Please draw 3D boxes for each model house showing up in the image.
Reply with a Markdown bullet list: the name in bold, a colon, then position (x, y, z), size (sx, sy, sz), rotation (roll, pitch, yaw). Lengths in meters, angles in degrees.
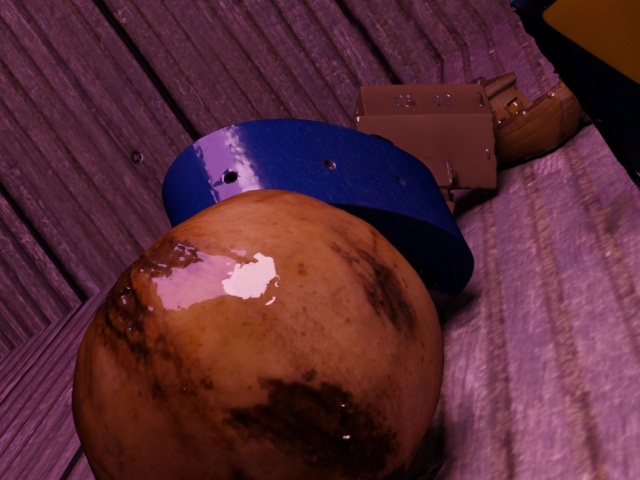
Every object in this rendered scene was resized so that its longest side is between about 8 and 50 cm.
- **model house**: position (0.132, -0.062, 1.728), size (0.181, 0.176, 0.248), rotation (0, 46, -6)

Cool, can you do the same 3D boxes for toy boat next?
- **toy boat**: position (0.242, -0.167, 1.835), size (0.089, 0.121, 0.321), rotation (-30, 6, -25)

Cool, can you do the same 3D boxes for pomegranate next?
- **pomegranate**: position (-0.050, 0.107, 1.076), size (0.322, 0.322, 0.322), rotation (-34, 10, 7)

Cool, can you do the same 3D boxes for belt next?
- **belt**: position (0.000, 0.000, 1.329), size (0.212, 0.117, 0.347), rotation (-42, -36, 26)

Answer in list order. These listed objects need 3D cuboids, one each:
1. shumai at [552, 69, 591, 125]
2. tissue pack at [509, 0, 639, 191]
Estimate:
- **shumai**: position (0.355, -0.211, 1.762), size (0.099, 0.087, 0.124), rotation (-38, 11, -20)
- **tissue pack**: position (0.394, -0.237, 1.099), size (0.253, 0.264, 0.416), rotation (-39, 1, -34)
